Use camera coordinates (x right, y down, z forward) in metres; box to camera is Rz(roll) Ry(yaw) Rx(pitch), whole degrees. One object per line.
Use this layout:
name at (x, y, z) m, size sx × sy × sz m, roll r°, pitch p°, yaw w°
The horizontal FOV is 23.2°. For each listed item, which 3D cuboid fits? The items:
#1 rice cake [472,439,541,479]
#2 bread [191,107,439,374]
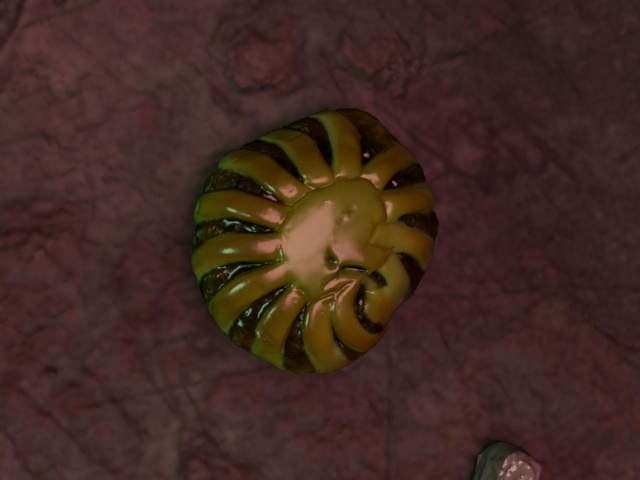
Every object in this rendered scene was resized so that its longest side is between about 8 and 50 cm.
rice cake at (0.078, 0.214, 0.876) m, size 0.033 × 0.033 × 0.207 m, roll 19°, pitch 88°, yaw -18°
bread at (0.000, 0.000, 0.822) m, size 0.139 × 0.071 × 0.130 m, roll -35°, pitch 98°, yaw -12°
